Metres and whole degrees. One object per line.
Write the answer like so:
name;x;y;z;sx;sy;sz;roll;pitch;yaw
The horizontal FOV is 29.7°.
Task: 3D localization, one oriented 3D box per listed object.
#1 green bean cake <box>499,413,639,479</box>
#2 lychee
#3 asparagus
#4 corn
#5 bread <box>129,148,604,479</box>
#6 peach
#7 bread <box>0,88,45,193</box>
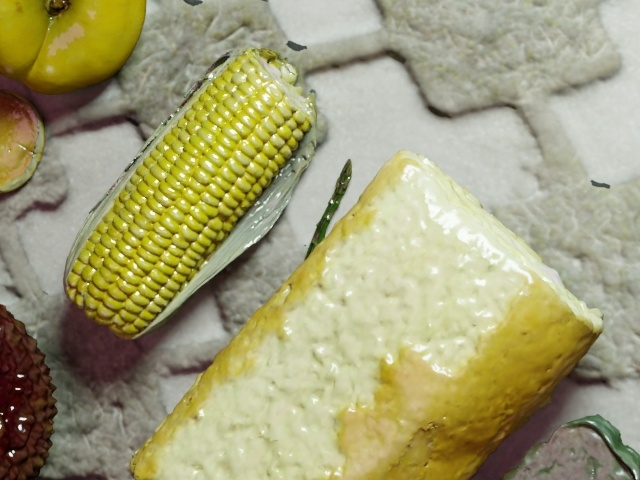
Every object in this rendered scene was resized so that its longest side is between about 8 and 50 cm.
green bean cake;0.221;0.256;1.005;0.173;0.094;0.181;-45;75;10
lychee;-0.390;0.153;1.139;0.271;0.271;0.271;-1;86;17
asparagus;0.000;0.000;1.136;0.016;0.016;0.163;23;93;44
corn;-0.120;-0.046;1.131;0.305;0.122;0.123;-49;46;6
bread;0.042;0.132;1.034;0.236;0.165;0.375;42;97;13
peach;-0.258;-0.228;1.164;0.179;0.103;0.179;-4;109;-10
bread;-0.331;-0.102;1.241;0.110;0.024;0.110;-2;85;17
